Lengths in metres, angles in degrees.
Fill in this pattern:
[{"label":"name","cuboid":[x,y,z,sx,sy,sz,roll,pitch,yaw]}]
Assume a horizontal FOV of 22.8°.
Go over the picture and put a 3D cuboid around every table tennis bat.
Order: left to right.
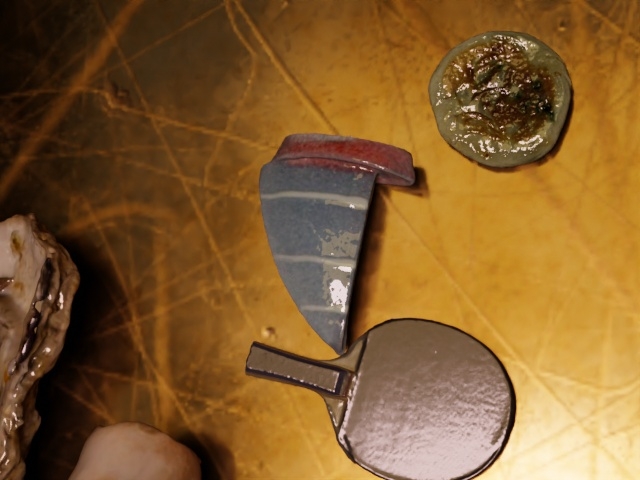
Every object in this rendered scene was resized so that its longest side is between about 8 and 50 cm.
[{"label":"table tennis bat","cuboid":[0.033,0.086,0.907,0.158,0.014,0.095,14,85,14]}]

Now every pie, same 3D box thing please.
[{"label":"pie","cuboid":[0.102,-0.083,0.915,0.085,0.017,0.085,-2,80,14]}]

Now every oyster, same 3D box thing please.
[{"label":"oyster","cuboid":[-0.230,0.145,0.940,0.129,0.079,0.345,21,89,37]}]

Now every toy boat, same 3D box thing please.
[{"label":"toy boat","cuboid":[0.000,0.001,0.912,0.096,0.034,0.122,9,77,22]}]

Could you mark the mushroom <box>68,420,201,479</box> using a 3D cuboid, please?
[{"label":"mushroom","cuboid":[-0.127,0.199,0.836,0.206,0.206,0.209,-4,80,14]}]
